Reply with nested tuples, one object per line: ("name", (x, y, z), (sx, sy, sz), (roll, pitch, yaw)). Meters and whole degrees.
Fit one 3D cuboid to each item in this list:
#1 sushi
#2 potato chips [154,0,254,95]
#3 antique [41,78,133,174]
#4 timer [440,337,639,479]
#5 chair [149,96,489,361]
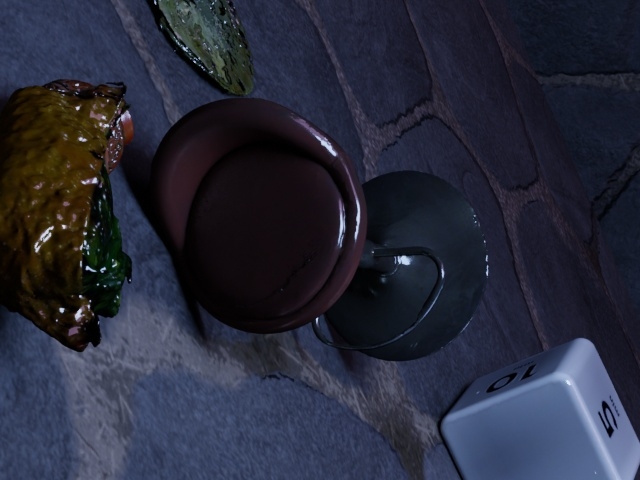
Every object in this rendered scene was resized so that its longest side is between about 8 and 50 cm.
("sushi", (-0.215, -0.015, 1.234), (0.140, 0.149, 0.287), (18, 31, -12))
("potato chips", (-0.137, -0.263, 1.831), (0.202, 0.029, 0.220), (67, 20, -3))
("antique", (-0.222, -0.094, 1.366), (0.104, 0.104, 0.104), (49, 27, -36))
("timer", (0.297, 0.265, 2.047), (0.194, 0.192, 0.195), (65, 22, -2))
("chair", (0.000, 0.000, 1.617), (0.401, 0.226, 0.226), (19, 50, -60))
